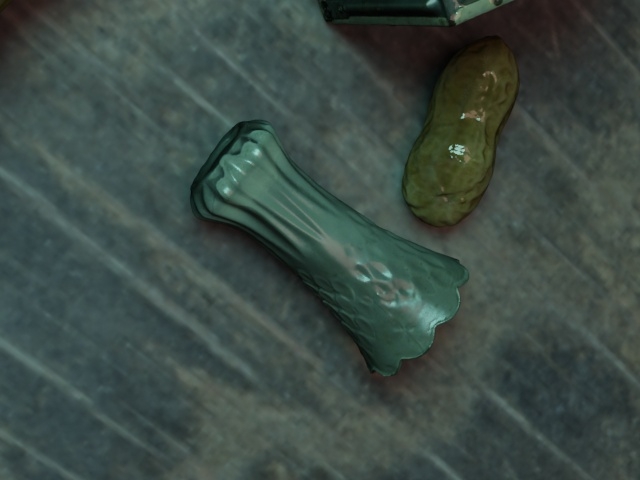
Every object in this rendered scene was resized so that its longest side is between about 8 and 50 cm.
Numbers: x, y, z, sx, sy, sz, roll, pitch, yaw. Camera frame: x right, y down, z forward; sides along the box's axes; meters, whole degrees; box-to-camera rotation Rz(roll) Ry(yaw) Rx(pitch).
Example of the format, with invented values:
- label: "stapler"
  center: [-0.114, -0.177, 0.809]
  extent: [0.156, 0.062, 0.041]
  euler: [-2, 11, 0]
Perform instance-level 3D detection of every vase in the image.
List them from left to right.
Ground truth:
- label: "vase"
  center: [0.000, 0.000, 0.632]
  extent: [0.149, 0.081, 0.081]
  euler: [38, 86, -17]

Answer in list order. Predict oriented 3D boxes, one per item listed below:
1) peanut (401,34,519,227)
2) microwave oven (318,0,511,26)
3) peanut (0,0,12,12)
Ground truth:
- label: "peanut"
  center: [0.080, -0.061, 0.659]
  extent: [0.054, 0.054, 0.113]
  euler: [16, 97, -20]
- label: "microwave oven"
  center: [0.045, -0.234, 0.547]
  extent: [0.145, 0.194, 0.240]
  euler: [-24, 108, -12]
- label: "peanut"
  center: [-0.174, -0.157, 0.535]
  extent: [0.125, 0.111, 0.274]
  euler: [38, 83, -5]
